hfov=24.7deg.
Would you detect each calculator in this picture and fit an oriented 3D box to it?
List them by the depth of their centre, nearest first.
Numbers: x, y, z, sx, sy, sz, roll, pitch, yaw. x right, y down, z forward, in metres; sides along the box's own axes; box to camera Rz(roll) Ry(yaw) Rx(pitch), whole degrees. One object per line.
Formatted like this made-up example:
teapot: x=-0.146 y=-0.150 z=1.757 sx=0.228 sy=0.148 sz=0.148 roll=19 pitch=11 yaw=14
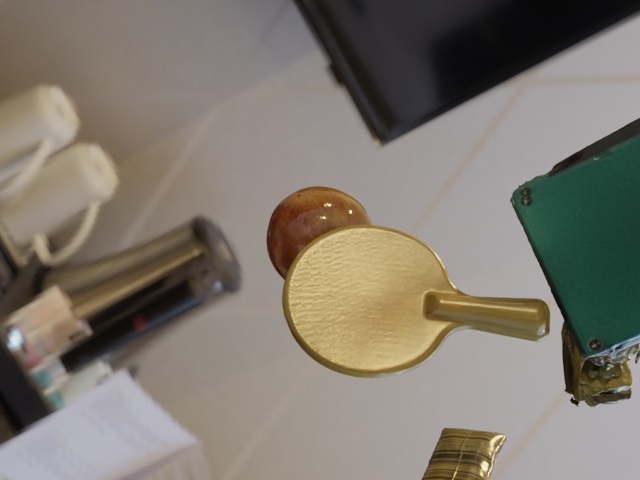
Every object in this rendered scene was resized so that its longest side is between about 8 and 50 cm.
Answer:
calculator: x=0.392 y=-0.009 z=1.760 sx=0.248 sy=0.274 sz=0.058 roll=64 pitch=11 yaw=14

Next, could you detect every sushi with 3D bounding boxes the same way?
sushi: x=0.454 y=0.114 z=2.280 sx=0.131 sy=0.139 sz=0.291 roll=-159 pitch=-113 yaw=-72

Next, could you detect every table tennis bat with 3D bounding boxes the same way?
table tennis bat: x=0.114 y=0.077 z=1.738 sx=0.050 sy=0.321 sz=0.198 roll=91 pitch=7 yaw=-61

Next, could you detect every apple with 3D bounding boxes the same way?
apple: x=0.000 y=0.000 z=2.517 sx=0.188 sy=0.188 sz=0.174 roll=50 pitch=-2 yaw=-42

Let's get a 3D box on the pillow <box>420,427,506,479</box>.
pillow: x=0.217 y=0.370 z=2.324 sx=0.203 sy=0.113 sz=0.038 roll=-59 pitch=145 yaw=-49
